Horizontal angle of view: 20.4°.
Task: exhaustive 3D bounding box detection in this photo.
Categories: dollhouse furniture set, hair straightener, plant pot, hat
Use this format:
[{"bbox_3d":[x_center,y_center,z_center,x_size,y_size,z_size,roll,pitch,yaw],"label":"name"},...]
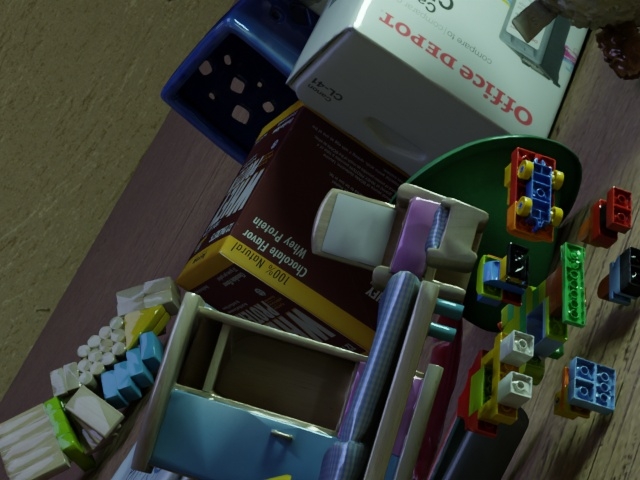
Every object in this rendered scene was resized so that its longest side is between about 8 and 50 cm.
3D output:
[{"bbox_3d":[-0.013,0.067,1.183,0.303,0.198,0.286,80,-153,-81],"label":"dollhouse furniture set"},{"bbox_3d":[0.081,0.210,1.229,0.230,0.047,0.089,-59,13,-14],"label":"hair straightener"},{"bbox_3d":[-0.035,-0.233,2.353,0.236,0.236,0.212,-37,16,55],"label":"plant pot"},{"bbox_3d":[0.145,0.051,1.379,0.208,0.173,0.183,109,150,-51],"label":"hat"}]

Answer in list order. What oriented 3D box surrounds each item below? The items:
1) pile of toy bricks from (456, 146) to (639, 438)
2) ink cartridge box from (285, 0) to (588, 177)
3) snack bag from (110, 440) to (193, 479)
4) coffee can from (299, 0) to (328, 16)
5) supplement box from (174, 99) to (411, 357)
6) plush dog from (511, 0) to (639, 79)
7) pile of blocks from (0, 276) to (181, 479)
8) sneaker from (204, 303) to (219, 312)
[{"bbox_3d":[0.153,0.052,1.248,0.105,0.118,0.212,131,152,-53],"label":"pile of toy bricks"},{"bbox_3d":[0.134,-0.218,1.704,0.131,0.226,0.306,-41,20,51],"label":"ink cartridge box"},{"bbox_3d":[-0.203,0.286,2.085,0.323,0.037,0.342,-57,10,-10],"label":"snack bag"},{"bbox_3d":[0.059,-0.356,2.197,0.201,0.275,0.201,-51,13,17],"label":"coffee can"},{"bbox_3d":[0.000,0.000,1.717,0.194,0.191,0.129,-62,14,-24],"label":"supplement box"},{"bbox_3d":[0.272,-0.276,1.459,0.225,0.262,0.210,126,137,-52],"label":"plush dog"},{"bbox_3d":[-0.299,0.220,2.498,0.362,0.149,0.112,-49,-31,-11],"label":"pile of blocks"},{"bbox_3d":[-0.114,0.113,2.122,0.132,0.086,0.228,-53,2,30],"label":"sneaker"}]
